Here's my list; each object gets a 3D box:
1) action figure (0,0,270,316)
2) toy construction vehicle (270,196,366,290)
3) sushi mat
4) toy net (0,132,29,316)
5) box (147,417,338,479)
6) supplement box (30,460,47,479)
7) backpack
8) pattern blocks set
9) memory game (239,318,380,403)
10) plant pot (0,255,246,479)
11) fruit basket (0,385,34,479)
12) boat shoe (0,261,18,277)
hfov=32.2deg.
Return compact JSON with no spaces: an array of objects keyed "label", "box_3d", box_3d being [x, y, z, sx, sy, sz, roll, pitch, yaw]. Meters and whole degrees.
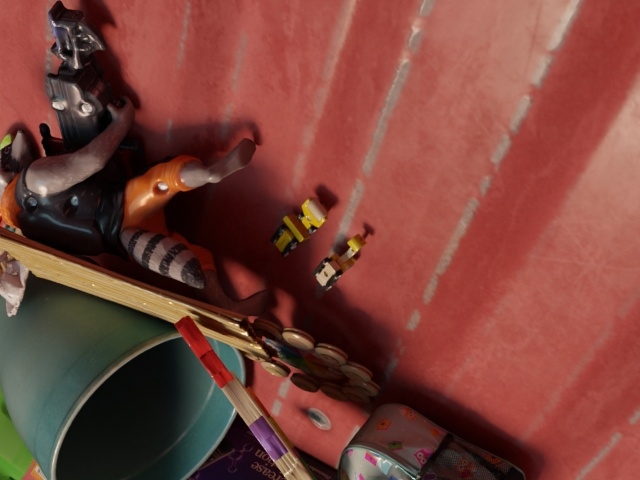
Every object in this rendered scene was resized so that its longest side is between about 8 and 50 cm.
[{"label":"action figure","box_3d":[-0.228,-0.064,1.171,0.330,0.178,0.341,11,136,24]},{"label":"toy construction vehicle","box_3d":[0.000,0.000,1.129,0.086,0.035,0.098,50,143,12]},{"label":"sushi mat","box_3d":[-0.200,0.058,1.190,0.316,0.019,0.151,18,163,17]},{"label":"toy net","box_3d":[-0.391,-0.012,1.363,0.045,0.232,0.122,18,145,-33]},{"label":"box","box_3d":[-0.128,0.336,1.445,0.261,0.184,0.103,23,141,26]},{"label":"supplement box","box_3d":[-0.411,0.351,1.829,0.080,0.078,0.233,46,143,4]},{"label":"backpack","box_3d":[0.105,0.274,1.199,0.188,0.144,0.166,37,149,23]},{"label":"pattern blocks set","box_3d":[-0.047,0.221,1.196,0.285,0.026,0.325,51,171,21]},{"label":"memory game","box_3d":[-0.020,0.137,1.236,0.186,0.012,0.186,21,157,10]},{"label":"plant pot","box_3d":[-0.276,0.157,1.372,0.255,0.272,0.271,37,146,35]},{"label":"fruit basket","box_3d":[-0.687,0.308,1.876,0.392,0.283,0.392,19,147,13]},{"label":"boat shoe","box_3d":[-0.516,0.068,1.615,0.123,0.123,0.342,-12,116,49]}]
